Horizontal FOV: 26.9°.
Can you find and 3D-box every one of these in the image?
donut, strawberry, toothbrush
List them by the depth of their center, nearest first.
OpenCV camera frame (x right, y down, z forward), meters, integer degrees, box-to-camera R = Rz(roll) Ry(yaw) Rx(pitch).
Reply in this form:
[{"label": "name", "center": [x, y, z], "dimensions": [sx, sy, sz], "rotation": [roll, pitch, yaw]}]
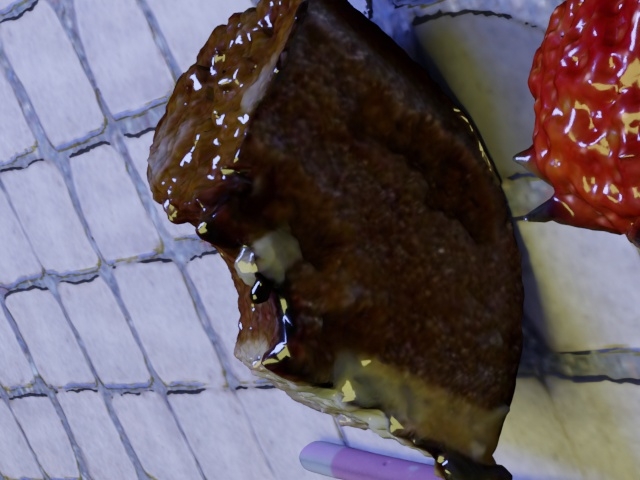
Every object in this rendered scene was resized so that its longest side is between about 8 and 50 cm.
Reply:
[{"label": "strawberry", "center": [0.132, -0.050, 0.378], "dimensions": [0.131, 0.131, 0.148], "rotation": [52, 152, 9]}, {"label": "donut", "center": [0.009, 0.003, 0.578], "dimensions": [0.186, 0.144, 0.126], "rotation": [38, 159, -26]}, {"label": "toothbrush", "center": [0.086, 0.123, 0.643], "dimensions": [0.286, 0.020, 0.025], "rotation": [1, 122, 50]}]
